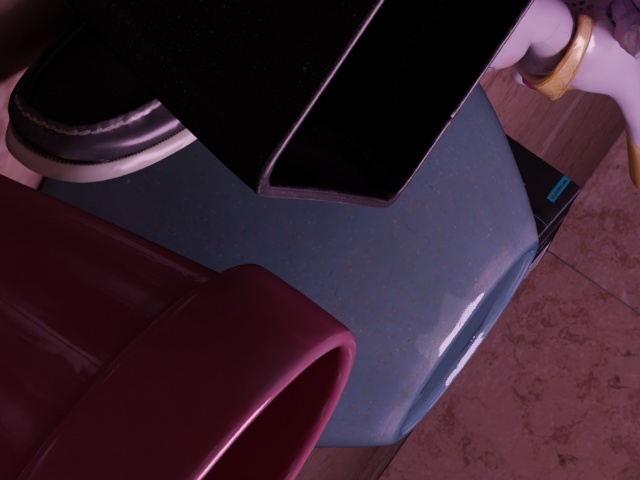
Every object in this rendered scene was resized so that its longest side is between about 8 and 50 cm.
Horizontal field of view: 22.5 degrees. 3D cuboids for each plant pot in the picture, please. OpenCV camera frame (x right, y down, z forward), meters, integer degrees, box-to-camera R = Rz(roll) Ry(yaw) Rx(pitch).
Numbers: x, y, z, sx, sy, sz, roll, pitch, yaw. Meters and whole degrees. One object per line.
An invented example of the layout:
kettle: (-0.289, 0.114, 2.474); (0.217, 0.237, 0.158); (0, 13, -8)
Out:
plant pot: (0.000, 0.000, 0.872); (0.290, 0.195, 0.290); (-51, 168, -15)
plant pot: (-0.009, -0.134, 0.540); (0.188, 0.167, 0.187); (-57, 167, 8)
plant pot: (-0.113, 0.068, 0.657); (0.201, 0.180, 0.201); (-50, 167, -16)

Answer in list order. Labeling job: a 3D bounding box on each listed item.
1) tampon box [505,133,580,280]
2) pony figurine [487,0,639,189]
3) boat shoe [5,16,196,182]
tampon box: (0.089, -0.025, 1.220); (0.120, 0.161, 0.101); (-45, 165, -34)
pony figurine: (0.238, -0.177, 1.098); (0.351, 0.302, 0.363); (-37, 152, 29)
boat shoe: (-0.051, -0.112, 0.677); (0.233, 0.084, 0.079); (-47, 152, -34)
